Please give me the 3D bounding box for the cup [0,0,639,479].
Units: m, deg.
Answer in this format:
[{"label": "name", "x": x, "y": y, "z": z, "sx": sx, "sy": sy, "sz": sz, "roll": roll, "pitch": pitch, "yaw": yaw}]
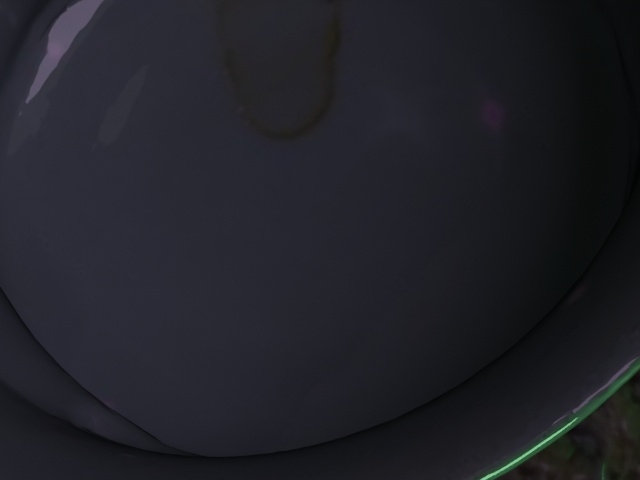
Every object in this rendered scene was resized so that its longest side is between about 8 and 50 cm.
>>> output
[{"label": "cup", "x": -0.016, "y": -0.047, "z": 0.559, "sx": 0.347, "sy": 0.163, "sz": 0.347, "roll": -5, "pitch": 68, "yaw": 12}]
